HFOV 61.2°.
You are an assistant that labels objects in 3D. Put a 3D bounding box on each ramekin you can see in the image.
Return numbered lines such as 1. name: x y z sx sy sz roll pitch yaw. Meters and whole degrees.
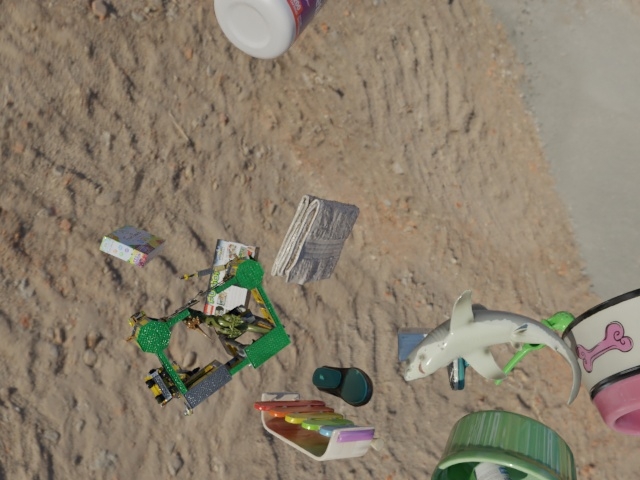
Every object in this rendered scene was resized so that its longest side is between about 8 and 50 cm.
1. ramekin: 0.405 0.512 1.179 0.303 0.303 0.148 54 40 -17

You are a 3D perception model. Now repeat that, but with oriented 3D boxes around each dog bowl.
1. dog bowl: 0.600 0.195 0.827 0.408 0.408 0.150 24 52 -33

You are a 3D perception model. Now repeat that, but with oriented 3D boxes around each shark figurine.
1. shark figurine: 0.270 0.135 0.810 0.278 0.116 0.166 5 110 0

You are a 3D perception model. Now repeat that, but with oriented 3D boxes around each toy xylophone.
1. toy xylophone: 0.002 0.433 1.274 0.236 0.322 0.081 12 84 -44

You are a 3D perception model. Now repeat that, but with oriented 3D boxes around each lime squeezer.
1. lime squeezer: 0.517 0.218 1.221 0.110 0.310 0.059 57 6 -46

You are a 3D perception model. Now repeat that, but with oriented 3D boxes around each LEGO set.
1. LEGO set: -0.238 0.184 1.131 0.331 0.192 0.255 -42 109 -23

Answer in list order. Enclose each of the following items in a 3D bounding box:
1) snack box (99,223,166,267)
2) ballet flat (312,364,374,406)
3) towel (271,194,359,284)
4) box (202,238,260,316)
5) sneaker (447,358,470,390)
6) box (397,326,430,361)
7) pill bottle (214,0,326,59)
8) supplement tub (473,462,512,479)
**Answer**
1. snack box: -0.417 0.009 1.216 0.100 0.141 0.037 23 102 -5
2. ballet flat: 0.083 0.388 1.458 0.096 0.280 0.095 25 78 -26
3. towel: 0.000 0.000 1.160 0.187 0.049 0.282 -65 159 10
4. box: -0.237 0.107 1.441 0.036 0.114 0.207 11 90 -78
5. sneaker: 0.434 0.311 1.575 0.107 0.110 0.275 86 24 -51
6. box: 0.291 0.320 1.671 0.101 0.102 0.087 -13 102 -79
7. pill bottle: -0.073 -0.549 1.152 0.181 0.181 0.323 44 59 -24
8. supplement tub: 0.383 0.535 1.161 0.071 0.071 0.107 21 31 -34
